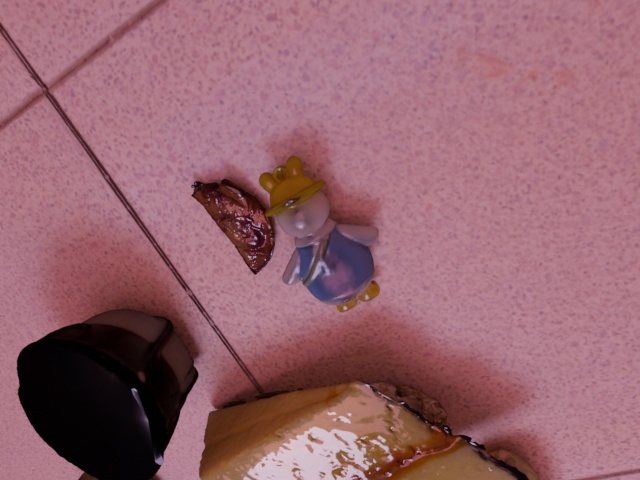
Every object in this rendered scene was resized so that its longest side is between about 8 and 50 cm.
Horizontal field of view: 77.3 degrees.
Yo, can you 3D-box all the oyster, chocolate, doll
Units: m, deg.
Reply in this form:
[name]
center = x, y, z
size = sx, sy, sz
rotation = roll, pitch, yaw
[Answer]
[oyster]
center = 0.142, 0.317, 0.690
size = 0.191, 0.081, 0.163
rotation = 42, 119, -5
[chocolate]
center = -0.336, 0.235, 0.683
size = 0.284, 0.186, 0.283
rotation = 8, 115, 18
[doll]
center = 0.001, -0.001, 0.562
size = 0.135, 0.099, 0.240
rotation = -17, 110, 41

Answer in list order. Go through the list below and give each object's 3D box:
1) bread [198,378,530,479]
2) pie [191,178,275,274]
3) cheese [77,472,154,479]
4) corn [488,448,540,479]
[bread]
center = 0.049, 0.350, 0.692
size = 0.405, 0.242, 0.345
rotation = -42, 100, 6
[pie]
center = -0.123, -0.031, 0.606
size = 0.092, 0.034, 0.169
rotation = -33, 103, 26
[cheese]
center = -0.463, 0.591, 0.918
size = 0.203, 0.091, 0.175
rotation = -12, 113, 16
[corn]
center = 0.369, 0.507, 0.705
size = 0.122, 0.123, 0.305
rotation = -27, 107, 18
